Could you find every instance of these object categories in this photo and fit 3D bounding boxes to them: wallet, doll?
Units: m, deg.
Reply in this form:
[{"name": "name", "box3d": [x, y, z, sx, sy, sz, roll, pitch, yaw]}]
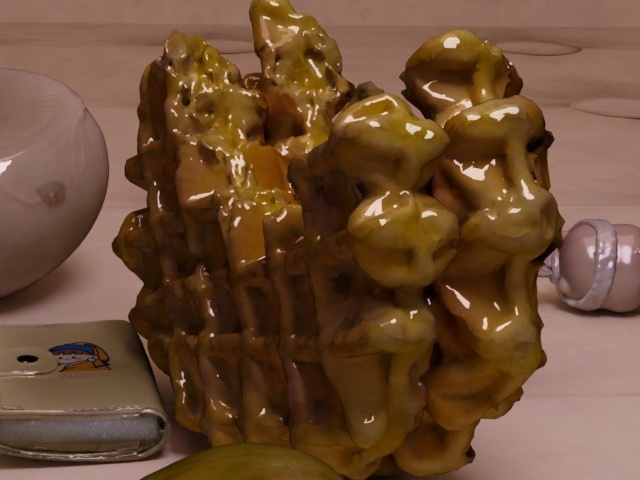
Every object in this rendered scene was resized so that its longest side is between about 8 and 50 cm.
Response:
[{"name": "wallet", "box3d": [-0.158, 0.092, 0.967, 0.110, 0.039, 0.155, 1, 16, -14]}, {"name": "doll", "box3d": [0.218, 0.023, 1.209, 0.127, 0.073, 0.084, 7, -17, 5]}]

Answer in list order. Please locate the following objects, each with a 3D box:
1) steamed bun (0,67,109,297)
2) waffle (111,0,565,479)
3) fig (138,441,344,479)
[{"name": "steamed bun", "box3d": [-0.275, -0.030, 1.194, 0.232, 0.145, 0.232, -2, 29, 1]}, {"name": "waffle", "box3d": [0.000, 0.000, 0.894, 0.151, 0.261, 0.324, -4, 14, -27]}, {"name": "fig", "box3d": [-0.050, 0.162, 0.589, 0.186, 0.148, 0.142, -44, 49, -13]}]
